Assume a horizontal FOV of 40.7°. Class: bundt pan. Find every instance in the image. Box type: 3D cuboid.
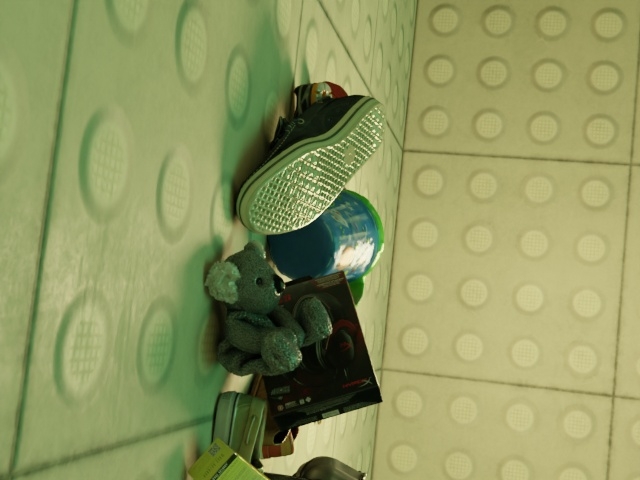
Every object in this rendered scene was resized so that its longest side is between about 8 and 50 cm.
[{"bbox_3d":[-0.043,0.618,1.938,0.331,0.124,0.331,-51,-179,1],"label":"bundt pan"}]

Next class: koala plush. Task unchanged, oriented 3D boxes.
[{"bbox_3d":[-0.125,0.118,1.591,0.196,0.203,0.221,-39,113,-57],"label":"koala plush"}]

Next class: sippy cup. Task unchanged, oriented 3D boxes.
[{"bbox_3d":[0.000,0.000,1.959,0.240,0.305,0.224,-58,163,17],"label":"sippy cup"}]

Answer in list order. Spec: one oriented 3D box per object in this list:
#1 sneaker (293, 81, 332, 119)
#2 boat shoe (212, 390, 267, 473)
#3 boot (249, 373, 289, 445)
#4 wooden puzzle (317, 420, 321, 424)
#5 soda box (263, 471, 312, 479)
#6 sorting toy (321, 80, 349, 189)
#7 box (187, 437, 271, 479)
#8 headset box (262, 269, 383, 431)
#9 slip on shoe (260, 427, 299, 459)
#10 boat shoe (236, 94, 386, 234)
[{"bbox_3d":[-0.023,-0.266,2.022,0.084,0.083,0.215,-18,116,-54],"label":"sneaker"},{"bbox_3d":[-0.158,0.443,1.663,0.109,0.094,0.302,-21,115,-76],"label":"boat shoe"},{"bbox_3d":[-0.098,0.351,1.861,0.305,0.115,0.112,-60,151,-65],"label":"boot"},{"bbox_3d":[-0.006,0.501,2.565,0.078,0.014,0.116,-77,166,-49],"label":"wooden puzzle"},{"bbox_3d":[-0.106,0.500,1.748,0.053,0.169,0.060,56,41,-73],"label":"soda box"},{"bbox_3d":[0.002,-0.219,2.197,0.126,0.127,0.365,-37,141,-34],"label":"sorting toy"},{"bbox_3d":[-0.139,0.455,1.583,0.087,0.058,0.232,-48,132,-10],"label":"box"},{"bbox_3d":[-0.020,0.208,1.748,0.110,0.218,0.293,74,0,-60],"label":"headset box"},{"bbox_3d":[-0.071,0.391,2.027,0.331,0.101,0.123,-65,155,-61],"label":"slip on shoe"},{"bbox_3d":[-0.036,-0.171,1.818,0.500,0.156,0.187,-46,143,-43],"label":"boat shoe"}]
